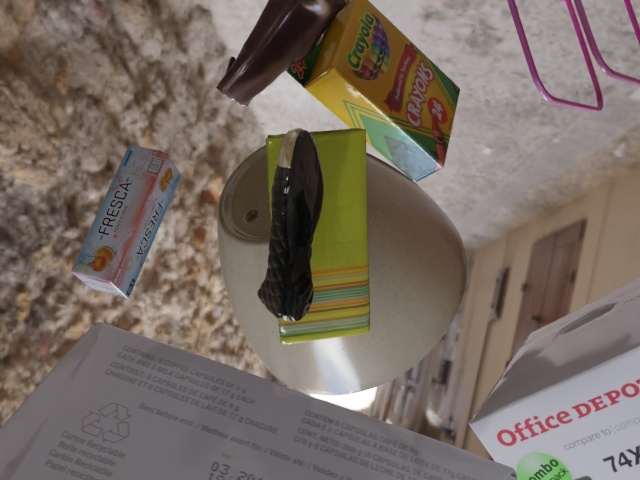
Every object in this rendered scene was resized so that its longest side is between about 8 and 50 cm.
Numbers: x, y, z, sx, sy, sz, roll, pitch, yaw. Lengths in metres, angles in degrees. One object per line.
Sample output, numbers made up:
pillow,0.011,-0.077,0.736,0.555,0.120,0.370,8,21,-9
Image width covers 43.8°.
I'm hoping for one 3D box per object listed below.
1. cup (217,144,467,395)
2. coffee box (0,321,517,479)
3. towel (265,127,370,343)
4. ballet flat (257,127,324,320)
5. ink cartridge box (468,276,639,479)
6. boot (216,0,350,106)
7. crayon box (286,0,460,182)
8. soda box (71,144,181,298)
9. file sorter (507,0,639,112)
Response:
cup,-0.002,0.000,1.037,0.331,0.331,0.237,9,151,35
coffee box,-0.095,0.324,0.540,0.337,0.335,0.338,19,-143,8
towel,0.000,0.000,0.828,0.102,0.237,0.021,-6,-154,-7
ballet flat,-0.030,-0.009,0.639,0.049,0.173,0.057,22,-147,26
ink cartridge box,0.314,0.194,0.727,0.198,0.270,0.197,-37,178,37
boot,-0.056,-0.265,1.040,0.090,0.207,0.248,43,-175,2
crayon box,0.096,-0.272,1.354,0.318,0.202,0.081,36,141,-25
soda box,-0.239,-0.025,0.995,0.058,0.183,0.063,14,158,15
file sorter,0.371,-0.278,0.852,0.290,0.182,0.202,-23,169,39
